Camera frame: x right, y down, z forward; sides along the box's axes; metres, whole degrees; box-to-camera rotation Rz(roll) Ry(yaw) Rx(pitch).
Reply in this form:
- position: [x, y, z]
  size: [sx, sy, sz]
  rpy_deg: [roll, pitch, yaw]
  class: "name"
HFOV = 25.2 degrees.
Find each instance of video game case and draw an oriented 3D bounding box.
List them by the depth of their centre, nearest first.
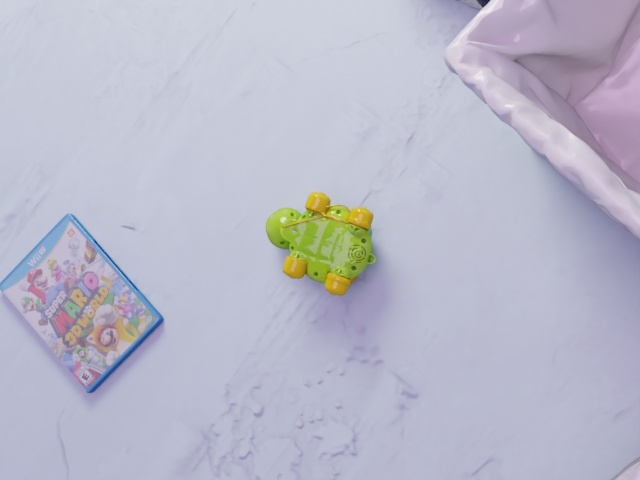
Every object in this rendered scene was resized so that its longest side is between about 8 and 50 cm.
- position: [-0.268, 0.069, 1.588]
  size: [0.119, 0.015, 0.166]
  rpy_deg: [-45, 74, 7]
  class: "video game case"

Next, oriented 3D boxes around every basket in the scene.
- position: [0.356, -0.153, 1.283]
  size: [0.331, 0.266, 0.328]
  rpy_deg: [-49, 65, 6]
  class: "basket"

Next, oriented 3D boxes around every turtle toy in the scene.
- position: [0.000, 0.000, 1.491]
  size: [0.130, 0.066, 0.095]
  rpy_deg: [21, 90, 18]
  class: "turtle toy"

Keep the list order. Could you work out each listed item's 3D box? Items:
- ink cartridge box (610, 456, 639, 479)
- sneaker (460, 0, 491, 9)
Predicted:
- position: [0.350, 0.342, 1.270]
  size: [0.131, 0.226, 0.306]
  rpy_deg: [-44, 76, 9]
  class: "ink cartridge box"
- position: [0.183, -0.316, 1.460]
  size: [0.235, 0.094, 0.153]
  rpy_deg: [29, 91, 17]
  class: "sneaker"
